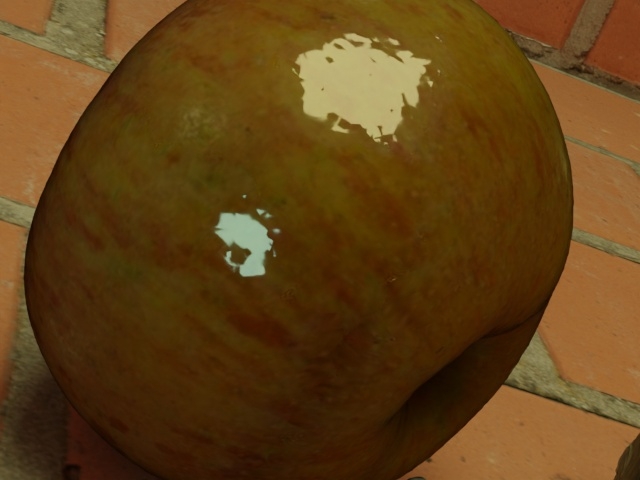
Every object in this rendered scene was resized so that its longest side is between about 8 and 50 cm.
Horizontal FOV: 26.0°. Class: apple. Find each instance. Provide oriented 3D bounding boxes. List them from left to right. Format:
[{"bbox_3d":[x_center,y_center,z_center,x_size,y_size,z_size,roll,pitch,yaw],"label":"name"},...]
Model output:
[{"bbox_3d":[0.000,0.000,0.990,0.333,0.400,0.400,35,23,6],"label":"apple"}]

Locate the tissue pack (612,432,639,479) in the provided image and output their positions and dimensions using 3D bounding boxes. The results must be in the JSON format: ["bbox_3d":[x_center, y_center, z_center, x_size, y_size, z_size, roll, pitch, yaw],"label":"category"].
[{"bbox_3d":[0.428,0.257,1.066,0.382,0.228,0.293,26,21,6],"label":"tissue pack"}]

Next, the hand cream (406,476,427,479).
[{"bbox_3d":[0.088,0.248,0.993,0.052,0.038,0.216,-3,32,-4],"label":"hand cream"}]
